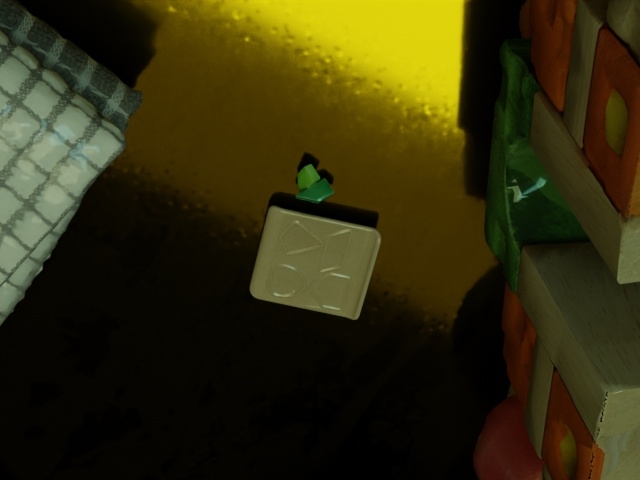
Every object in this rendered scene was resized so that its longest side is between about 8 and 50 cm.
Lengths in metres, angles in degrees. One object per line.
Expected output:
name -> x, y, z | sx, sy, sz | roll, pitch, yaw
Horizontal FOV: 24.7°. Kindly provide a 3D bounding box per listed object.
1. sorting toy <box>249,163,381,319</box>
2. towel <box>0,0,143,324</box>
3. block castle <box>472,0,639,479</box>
sorting toy -> 0.000, 0.000, 0.775 | 0.062, 0.012, 0.083 | 14, 119, -2
towel -> -0.258, -0.026, 0.707 | 0.235, 0.121, 0.284 | 36, 109, -18
block castle -> 0.233, -0.029, 0.660 | 0.302, 0.213, 0.453 | -5, 123, -11
